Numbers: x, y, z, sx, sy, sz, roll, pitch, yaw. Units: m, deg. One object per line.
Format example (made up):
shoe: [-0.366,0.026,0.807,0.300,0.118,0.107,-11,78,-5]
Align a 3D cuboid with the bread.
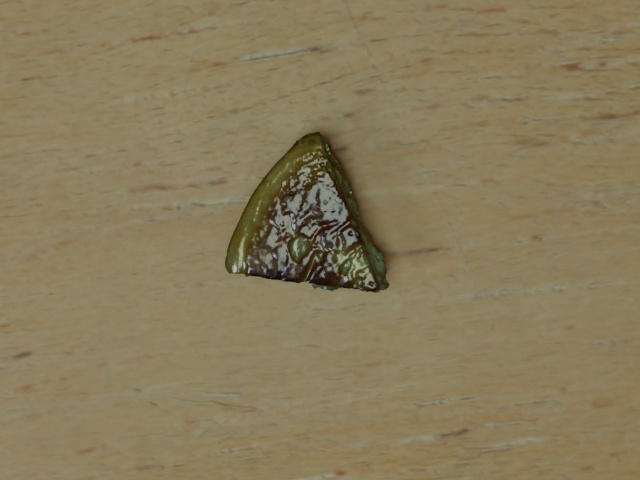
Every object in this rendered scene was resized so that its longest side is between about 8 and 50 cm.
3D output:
bread: [-0.025,-0.002,1.347,0.136,0.054,0.154,-26,89,12]
